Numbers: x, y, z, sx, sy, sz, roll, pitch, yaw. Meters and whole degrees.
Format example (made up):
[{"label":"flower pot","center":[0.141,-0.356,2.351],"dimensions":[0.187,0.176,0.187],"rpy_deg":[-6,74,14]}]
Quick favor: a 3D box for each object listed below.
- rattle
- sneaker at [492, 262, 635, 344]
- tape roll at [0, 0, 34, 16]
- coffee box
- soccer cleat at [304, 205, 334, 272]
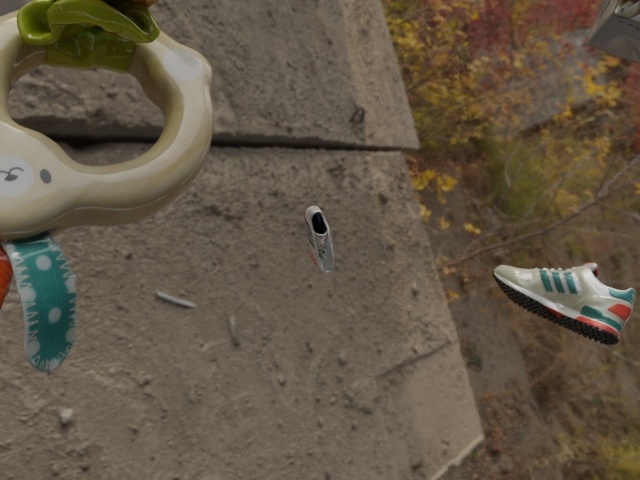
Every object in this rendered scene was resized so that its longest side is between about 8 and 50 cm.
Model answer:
[{"label":"rattle","center":[-0.107,-0.053,0.288],"dimensions":[0.130,0.143,0.199],"rpy_deg":[39,51,-21]},{"label":"sneaker","center":[0.283,0.055,0.791],"dimensions":[0.075,0.161,0.057],"rpy_deg":[-55,142,-10]},{"label":"tape roll","center":[-0.495,-0.398,0.882],"dimensions":[0.169,0.246,0.246],"rpy_deg":[77,5,-75]},{"label":"coffee box","center":[0.581,-0.445,1.120],"dimensions":[0.119,0.168,0.297],"rpy_deg":[88,24,-81]},{"label":"soccer cleat","center":[0.000,0.000,0.803],"dimensions":[0.029,0.035,0.083],"rpy_deg":[-15,101,-14]}]
